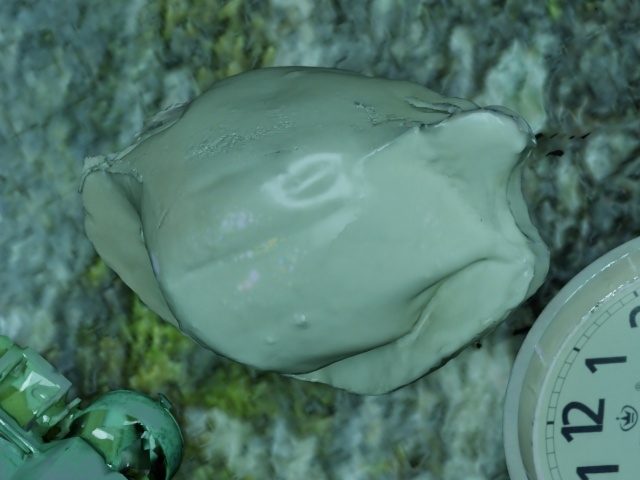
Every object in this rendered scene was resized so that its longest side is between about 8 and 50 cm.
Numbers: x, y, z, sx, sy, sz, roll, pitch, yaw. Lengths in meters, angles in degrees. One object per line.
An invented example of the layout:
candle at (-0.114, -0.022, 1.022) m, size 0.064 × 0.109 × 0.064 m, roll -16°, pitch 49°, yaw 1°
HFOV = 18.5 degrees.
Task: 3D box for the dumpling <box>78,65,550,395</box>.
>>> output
dumpling at (0.000, 0.000, 0.762) m, size 0.199 × 0.118 × 0.136 m, roll -9°, pitch 108°, yaw 33°

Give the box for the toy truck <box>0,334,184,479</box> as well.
toy truck at (-0.185, 0.069, 0.790) m, size 0.259 × 0.128 × 0.135 m, roll 38°, pitch 121°, yaw 1°

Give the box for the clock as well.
clock at (0.151, 0.071, 0.737) m, size 0.155 × 0.063 × 0.229 m, roll -7°, pitch 59°, yaw 24°
